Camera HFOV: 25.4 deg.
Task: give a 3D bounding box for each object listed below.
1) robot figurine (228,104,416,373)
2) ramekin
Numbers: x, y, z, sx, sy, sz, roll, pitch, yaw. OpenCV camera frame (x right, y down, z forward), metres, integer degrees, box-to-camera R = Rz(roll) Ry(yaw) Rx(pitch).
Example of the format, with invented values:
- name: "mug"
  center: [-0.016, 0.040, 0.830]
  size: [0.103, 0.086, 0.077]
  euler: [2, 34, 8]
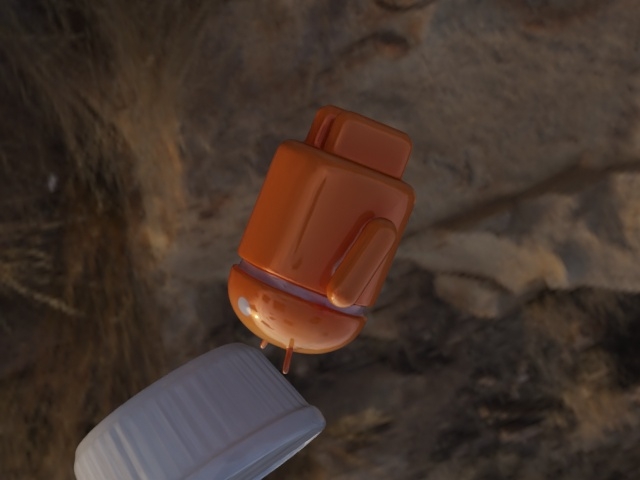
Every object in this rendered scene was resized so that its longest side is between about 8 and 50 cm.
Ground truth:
- name: "robot figurine"
  center: [0.000, 0.000, 1.188]
  size: [0.128, 0.158, 0.219]
  euler: [13, 100, -62]
- name: "ramekin"
  center: [-0.137, 0.219, 1.504]
  size: [0.273, 0.127, 0.273]
  euler: [-34, 169, -8]
